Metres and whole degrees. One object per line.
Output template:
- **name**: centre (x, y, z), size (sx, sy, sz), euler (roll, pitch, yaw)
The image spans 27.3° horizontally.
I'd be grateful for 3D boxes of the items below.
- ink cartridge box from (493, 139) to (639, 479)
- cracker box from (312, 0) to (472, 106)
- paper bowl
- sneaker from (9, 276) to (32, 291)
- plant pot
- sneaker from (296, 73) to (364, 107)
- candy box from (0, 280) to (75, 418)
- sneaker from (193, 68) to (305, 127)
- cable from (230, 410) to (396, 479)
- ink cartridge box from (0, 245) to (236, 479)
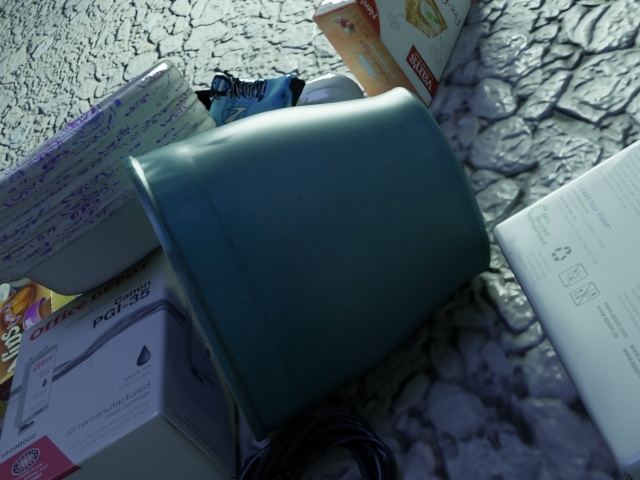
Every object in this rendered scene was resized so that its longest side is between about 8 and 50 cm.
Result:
- **ink cartridge box**: centre (0.317, 0.005, 0.962), size (0.330, 0.071, 0.324), euler (-31, 30, 9)
- **cracker box**: centre (0.092, -0.275, 1.513), size (0.067, 0.156, 0.232), euler (-13, 39, 38)
- **paper bowl**: centre (-0.231, -0.051, 1.374), size (0.284, 0.148, 0.284), euler (-34, 13, 9)
- **sneaker**: centre (-0.372, 0.004, 1.756), size (0.135, 0.058, 0.052), euler (-50, 31, -20)
- **plant pot**: centre (0.000, 0.000, 1.159), size (0.255, 0.272, 0.271), euler (-25, 29, -6)
- **sneaker**: centre (-0.059, -0.044, 1.431), size (0.292, 0.108, 0.169), euler (-39, 29, 21)
- **candy box**: centre (-0.345, 0.121, 1.570), size (0.109, 0.053, 0.187), euler (-35, 28, 7)
- **sneaker**: centre (-0.084, -0.147, 1.403), size (0.162, 0.073, 0.063), euler (-14, 44, 45)
- **cable**: centre (-0.021, 0.215, 1.075), size (0.184, 0.047, 0.150), euler (-27, 32, 21)
- **ink cartridge box**: centre (-0.197, 0.158, 1.282), size (0.207, 0.117, 0.283), euler (-32, 30, 14)
